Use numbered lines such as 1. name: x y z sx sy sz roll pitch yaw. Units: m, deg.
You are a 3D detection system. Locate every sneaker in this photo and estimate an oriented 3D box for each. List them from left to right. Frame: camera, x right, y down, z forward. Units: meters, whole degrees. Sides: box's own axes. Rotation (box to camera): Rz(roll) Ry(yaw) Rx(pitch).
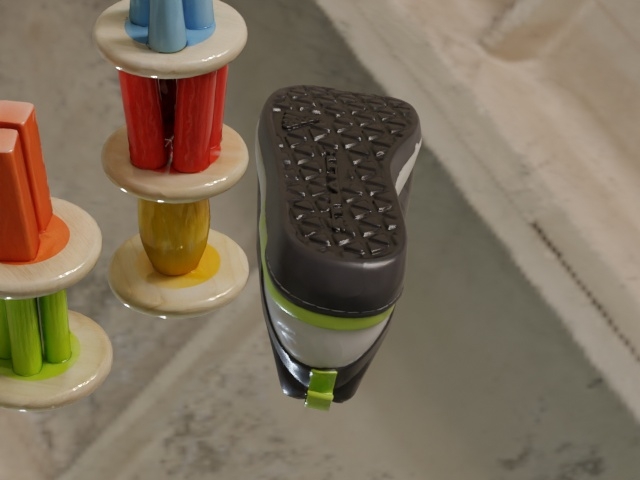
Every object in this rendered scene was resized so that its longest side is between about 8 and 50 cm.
1. sneaker: 0.000 0.000 0.877 0.084 0.235 0.097 10 -61 1

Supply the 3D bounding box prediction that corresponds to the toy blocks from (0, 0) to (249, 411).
1. toy blocks: -0.074 -0.031 0.587 0.054 0.123 0.148 27 -47 32
